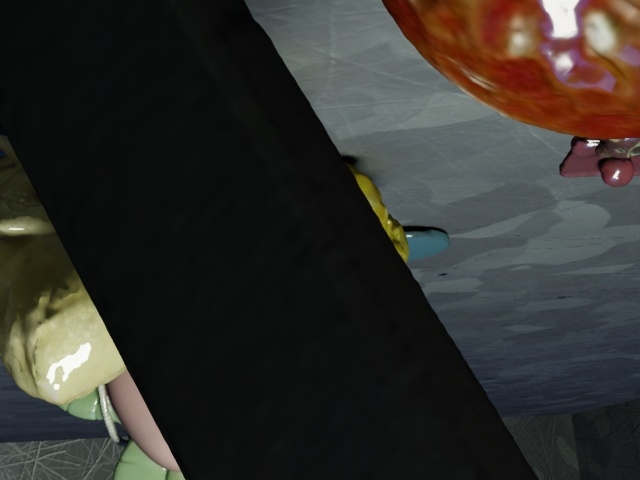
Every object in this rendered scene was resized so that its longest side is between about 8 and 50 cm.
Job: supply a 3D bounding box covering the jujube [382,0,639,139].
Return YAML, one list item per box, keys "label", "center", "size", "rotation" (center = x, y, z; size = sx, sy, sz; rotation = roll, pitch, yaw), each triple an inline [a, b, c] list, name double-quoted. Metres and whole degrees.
- label: "jujube"
  center: [0.091, -0.137, 0.397]
  size: [0.190, 0.190, 0.255]
  rotation: [-10, 159, 19]

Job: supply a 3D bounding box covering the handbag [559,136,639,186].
- label: "handbag"
  center: [0.275, -0.093, 0.850]
  size: [0.216, 0.074, 0.203]
  rotation: [-3, 165, -9]

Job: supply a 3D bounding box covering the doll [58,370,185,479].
- label: "doll"
  center: [-0.124, 0.150, 1.320]
  size: [0.268, 0.284, 0.216]
  rotation: [-31, 167, -4]

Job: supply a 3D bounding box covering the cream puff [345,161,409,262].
- label: "cream puff"
  center: [-0.001, -0.001, 1.004]
  size: [0.121, 0.156, 0.156]
  rotation: [-37, 166, -3]

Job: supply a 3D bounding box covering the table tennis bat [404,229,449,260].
- label: "table tennis bat"
  center: [0.074, 0.002, 1.272]
  size: [0.100, 0.019, 0.155]
  rotation: [-9, 168, 14]

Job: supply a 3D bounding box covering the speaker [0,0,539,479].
- label: "speaker"
  center: [-0.071, 0.011, 0.594]
  size: [0.184, 0.388, 0.180]
  rotation: [-31, 164, -1]

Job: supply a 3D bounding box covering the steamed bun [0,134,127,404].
- label: "steamed bun"
  center: [-0.123, -0.011, 0.792]
  size: [0.295, 0.137, 0.292]
  rotation: [8, -157, 17]
